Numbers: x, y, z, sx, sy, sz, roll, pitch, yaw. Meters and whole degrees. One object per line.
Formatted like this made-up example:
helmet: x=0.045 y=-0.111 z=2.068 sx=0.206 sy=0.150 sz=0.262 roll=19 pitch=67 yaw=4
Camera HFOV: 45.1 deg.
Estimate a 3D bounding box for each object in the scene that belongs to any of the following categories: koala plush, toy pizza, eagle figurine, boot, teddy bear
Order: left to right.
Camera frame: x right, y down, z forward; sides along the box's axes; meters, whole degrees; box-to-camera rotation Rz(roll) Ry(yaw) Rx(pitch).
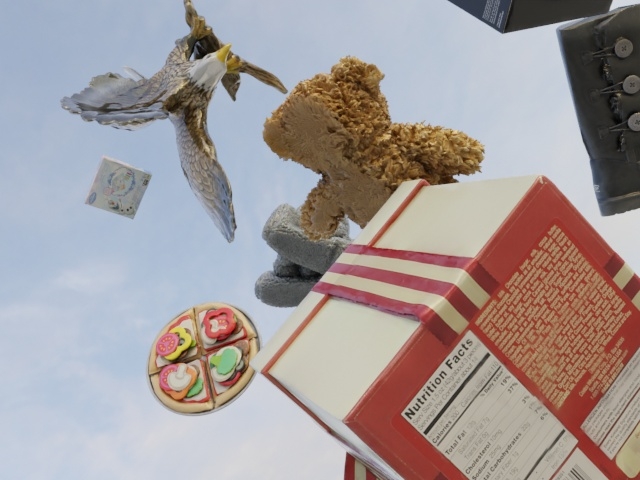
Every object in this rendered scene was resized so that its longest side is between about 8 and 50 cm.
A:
eagle figurine: x=-0.175 y=-0.162 z=0.958 sx=0.225 sy=0.226 sz=0.298 roll=98 pitch=-175 yaw=-55
toy pizza: x=-0.192 y=0.183 z=1.241 sx=0.201 sy=0.201 sz=0.032 roll=-40 pitch=-35 yaw=-11
koala plush: x=0.000 y=0.000 z=1.413 sx=0.203 sy=0.221 sz=0.196 roll=12 pitch=-53 yaw=-1
teddy bear: x=0.087 y=-0.062 z=0.934 sx=0.245 sy=0.338 sz=0.113 roll=-55 pitch=0 yaw=41
boot: x=0.750 y=-0.315 z=1.733 sx=0.367 sy=0.146 sz=0.445 roll=-16 pitch=-85 yaw=-2

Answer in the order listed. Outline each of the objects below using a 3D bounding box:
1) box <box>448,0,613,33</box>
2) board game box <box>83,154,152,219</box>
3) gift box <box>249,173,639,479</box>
box: x=0.358 y=-0.453 z=1.326 sx=0.261 sy=0.184 sz=0.103 roll=-17 pitch=-42 yaw=-28
board game box: x=-0.351 y=-0.092 z=1.336 sx=0.090 sy=0.020 sz=0.090 roll=20 pitch=-76 yaw=-29
gift box: x=0.119 y=0.122 z=0.639 sx=0.255 sy=0.258 sz=0.276 roll=-44 pitch=-75 yaw=-13
